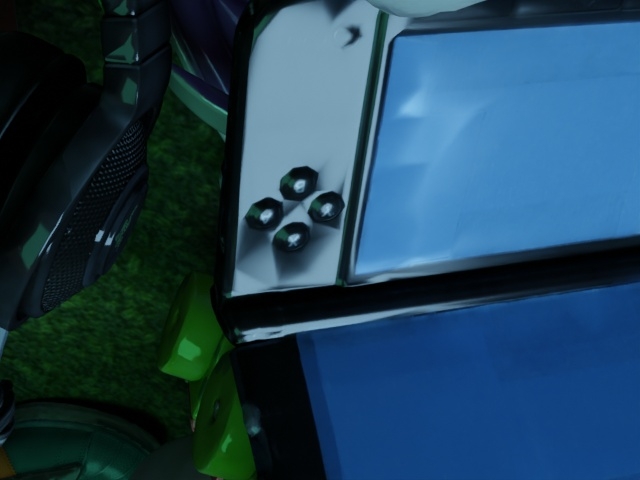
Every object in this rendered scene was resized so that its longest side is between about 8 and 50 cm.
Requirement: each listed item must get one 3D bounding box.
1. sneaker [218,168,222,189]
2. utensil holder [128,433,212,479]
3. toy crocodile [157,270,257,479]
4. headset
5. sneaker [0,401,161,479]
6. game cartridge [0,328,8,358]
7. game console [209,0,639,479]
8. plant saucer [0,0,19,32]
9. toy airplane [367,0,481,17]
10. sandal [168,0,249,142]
[{"bbox_3d":[0.000,0.000,0.760,0.152,0.061,0.053,34,131,-23],"label":"sneaker"},{"bbox_3d":[0.102,0.248,0.813,0.385,0.328,0.327,-18,130,22],"label":"utensil holder"},{"bbox_3d":[-0.031,0.101,0.701,0.115,0.340,0.105,20,100,-18],"label":"toy crocodile"},{"bbox_3d":[-0.190,-0.042,0.592,0.243,0.185,0.394,8,111,8],"label":"headset"},{"bbox_3d":[-0.273,0.204,0.956,0.302,0.121,0.108,-3,135,10],"label":"sneaker"},{"bbox_3d":[-0.292,0.005,0.808,0.196,0.060,0.294,21,134,-8],"label":"game cartridge"},{"bbox_3d":[0.114,0.024,0.548,0.293,0.173,0.250,-8,128,-21],"label":"game console"},{"bbox_3d":[-0.291,-0.155,0.611,0.258,0.048,0.259,3,124,4],"label":"plant saucer"},{"bbox_3d":[0.091,-0.241,0.337,0.386,0.272,0.384,34,112,15],"label":"toy airplane"},{"bbox_3d":[-0.016,-0.106,0.580,0.169,0.102,0.416,-21,123,26],"label":"sandal"}]
